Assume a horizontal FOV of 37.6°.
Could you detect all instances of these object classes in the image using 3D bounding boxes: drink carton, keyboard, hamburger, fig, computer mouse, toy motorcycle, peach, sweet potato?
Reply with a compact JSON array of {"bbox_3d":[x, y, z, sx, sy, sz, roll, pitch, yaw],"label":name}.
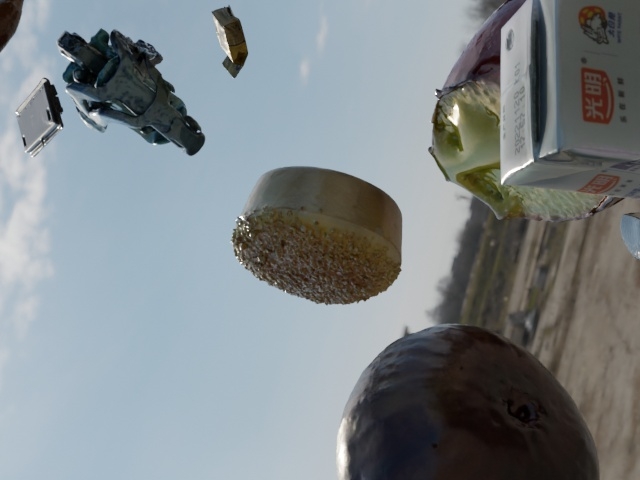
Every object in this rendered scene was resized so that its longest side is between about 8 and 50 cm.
[{"bbox_3d":[0.290,-0.094,0.682,0.106,0.314,0.131,133,140,-72],"label":"drink carton"},{"bbox_3d":[-0.478,-0.205,1.602,0.230,0.025,0.094,-14,93,60],"label":"keyboard"},{"bbox_3d":[0.000,0.000,1.558,0.302,0.301,0.170,75,-151,-70],"label":"hamburger"},{"bbox_3d":[0.123,0.193,0.825,0.214,0.235,0.235,-58,-6,16],"label":"fig"},{"bbox_3d":[0.565,0.000,1.496,0.269,0.137,0.087,-45,-49,-80],"label":"computer mouse"},{"bbox_3d":[-0.271,-0.211,1.383,0.154,0.206,0.260,-53,-23,-2],"label":"toy motorcycle"},{"bbox_3d":[0.265,-0.147,1.104,0.338,0.281,0.281,-43,10,33],"label":"peach"},{"bbox_3d":[-0.473,-0.261,1.292,0.057,0.057,0.265,88,-158,-57],"label":"sweet potato"}]

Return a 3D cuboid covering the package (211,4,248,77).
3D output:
[{"bbox_3d":[-0.180,-0.405,1.910,0.071,0.047,0.131,52,161,44],"label":"package"}]
